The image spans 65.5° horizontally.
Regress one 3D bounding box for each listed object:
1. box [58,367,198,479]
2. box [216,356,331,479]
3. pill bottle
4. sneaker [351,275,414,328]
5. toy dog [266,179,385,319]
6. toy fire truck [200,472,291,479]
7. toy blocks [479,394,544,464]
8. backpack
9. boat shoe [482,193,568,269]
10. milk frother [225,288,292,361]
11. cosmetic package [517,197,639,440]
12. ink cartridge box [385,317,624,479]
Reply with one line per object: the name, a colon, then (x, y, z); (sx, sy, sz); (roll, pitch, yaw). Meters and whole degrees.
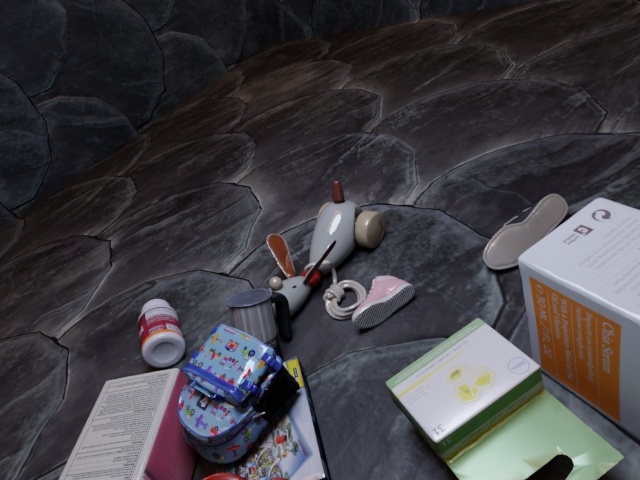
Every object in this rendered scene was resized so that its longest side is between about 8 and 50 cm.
box: (-0.288, 0.340, 0.784); (0.149, 0.127, 0.232); (-13, 36, 14)
box: (-0.083, 0.306, 0.784); (0.159, 0.044, 0.233); (-23, 34, 1)
pill bottle: (-0.339, 0.191, 1.053); (0.086, 0.086, 0.152); (-29, 34, -9)
sneaker: (0.105, 0.112, 0.938); (0.134, 0.051, 0.070); (-30, 33, -16)
toy dog: (0.000, 0.000, 1.051); (0.220, 0.161, 0.333); (-5, 38, 25)
toy fire truck: (-0.085, 0.423, 0.531); (0.302, 0.169, 0.254); (-44, 57, -14)
toy blocks: (0.218, 0.257, 0.671); (0.148, 0.054, 0.123); (-40, 38, -23)
backpack: (-0.145, 0.237, 0.763); (0.158, 0.117, 0.173); (21, 60, 36)
boat shoe: (0.384, -0.009, 0.953); (0.206, 0.075, 0.065); (-38, -6, -13)
milk frother: (-0.137, 0.159, 0.933); (0.143, 0.134, 0.129); (-2, 14, 24)
cosmetic package: (0.451, 0.149, 0.530); (0.161, 0.230, 0.453); (-33, 35, -14)
ink cartridge box: (0.216, 0.219, 0.627); (0.171, 0.056, 0.235); (-31, 32, -10)
